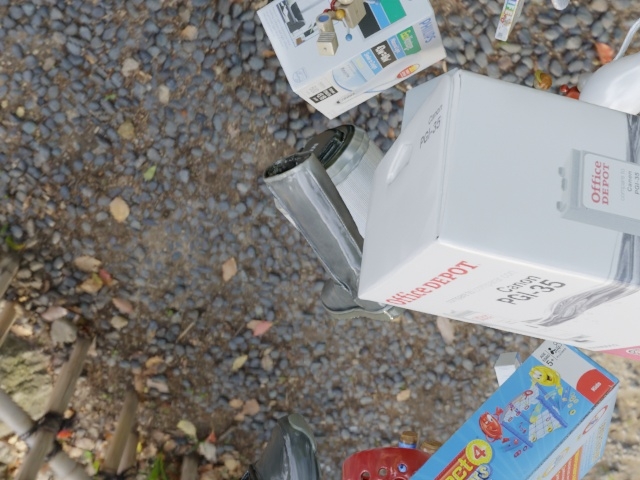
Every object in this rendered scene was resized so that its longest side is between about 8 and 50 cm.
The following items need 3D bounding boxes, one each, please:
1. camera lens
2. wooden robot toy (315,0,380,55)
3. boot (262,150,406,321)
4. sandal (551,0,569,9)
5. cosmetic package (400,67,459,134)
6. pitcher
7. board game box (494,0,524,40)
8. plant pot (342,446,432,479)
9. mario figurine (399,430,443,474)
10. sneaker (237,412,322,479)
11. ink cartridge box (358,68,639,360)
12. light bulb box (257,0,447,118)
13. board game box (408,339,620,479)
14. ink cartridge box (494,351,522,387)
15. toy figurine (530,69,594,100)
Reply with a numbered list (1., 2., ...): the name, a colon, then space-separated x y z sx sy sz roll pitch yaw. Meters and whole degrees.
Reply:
1. camera lens: 0.063 -0.067 1.287 0.219 0.219 0.274 -36 112 19
2. wooden robot toy: 0.033 -0.393 1.109 0.076 0.173 0.079 23 156 28
3. boot: 0.001 -0.002 0.779 0.208 0.189 0.076 46 65 -16
4. sandal: 0.600 -0.698 1.704 0.076 0.265 0.102 -1 151 43
5. cosmetic package: 0.298 -0.184 1.547 0.156 0.385 0.217 -21 131 35
6. pitcher: 0.650 -0.356 1.415 0.125 0.178 0.207 10 150 -26
7. board game box: 0.407 -0.508 1.384 0.026 0.103 0.154 23 148 14
8. plant pot: 0.136 0.508 1.277 0.191 0.174 0.191 1 140 1
9. mario figurine: 0.247 0.691 1.822 0.170 0.198 0.320 16 89 -19
10. sneaker: -0.071 0.322 0.766 0.106 0.101 0.267 7 106 -22
11. ink cartridge box: 0.187 0.002 0.491 0.283 0.117 0.207 12 164 -7
12. light bulb box: 0.094 -0.510 1.653 0.361 0.358 0.225 -26 83 14
13. board game box: 0.216 0.297 0.806 0.302 0.086 0.308 -42 145 -10
14. ink cartridge box: 0.472 0.347 1.640 0.052 0.088 0.122 -11 99 26
15. toy figurine: 0.649 -0.343 1.768 0.209 0.213 0.148 2 150 -15
